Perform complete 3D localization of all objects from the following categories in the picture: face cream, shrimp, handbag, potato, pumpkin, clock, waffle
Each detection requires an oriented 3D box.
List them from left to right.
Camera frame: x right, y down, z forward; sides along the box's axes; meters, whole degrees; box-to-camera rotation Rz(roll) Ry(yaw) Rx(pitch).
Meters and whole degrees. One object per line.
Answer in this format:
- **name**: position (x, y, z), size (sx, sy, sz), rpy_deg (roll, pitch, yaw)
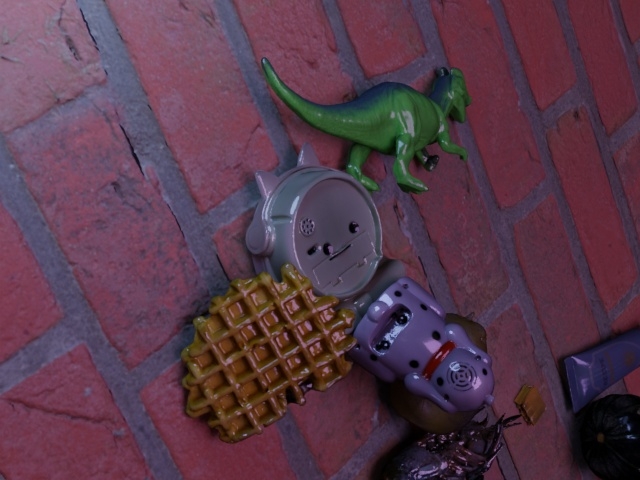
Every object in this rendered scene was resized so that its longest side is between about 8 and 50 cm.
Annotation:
- **waffle**: position (-0.079, 0.188, 1.468), size (0.283, 0.065, 0.309), rpy_deg (16, 95, -17)
- **clock**: position (0.000, 0.000, 1.589), size (0.265, 0.108, 0.324), rpy_deg (-36, 111, -36)
- **clock**: position (0.199, 0.206, 1.588), size (0.189, 0.254, 0.189), rpy_deg (-44, 156, -26)
- **potato**: position (0.237, 0.245, 1.748), size (0.174, 0.159, 0.251), rpy_deg (30, 74, -14)
- **shrimp**: position (0.278, 0.417, 1.777), size (0.372, 0.172, 0.137), rpy_deg (-27, 127, -23)
- **handbag**: position (0.474, 0.371, 2.052), size (0.061, 0.027, 0.083), rpy_deg (-47, 119, -32)
- **face cream**: position (0.731, 0.291, 2.248), size (0.385, 0.086, 0.135), rpy_deg (-19, 101, -35)
- **pumpkin**: position (0.711, 0.468, 2.133), size (0.162, 0.220, 0.220), rpy_deg (12, 80, -26)

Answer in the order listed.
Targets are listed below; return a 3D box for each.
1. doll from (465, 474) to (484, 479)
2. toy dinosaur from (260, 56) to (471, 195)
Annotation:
- **doll**: position (0.261, 0.543, 1.823), size (0.249, 0.127, 0.088), rpy_deg (-6, 60, -45)
- **toy dinosaur**: position (0.123, -0.287, 1.690), size (0.500, 0.144, 0.374), rpy_deg (45, 56, -37)
